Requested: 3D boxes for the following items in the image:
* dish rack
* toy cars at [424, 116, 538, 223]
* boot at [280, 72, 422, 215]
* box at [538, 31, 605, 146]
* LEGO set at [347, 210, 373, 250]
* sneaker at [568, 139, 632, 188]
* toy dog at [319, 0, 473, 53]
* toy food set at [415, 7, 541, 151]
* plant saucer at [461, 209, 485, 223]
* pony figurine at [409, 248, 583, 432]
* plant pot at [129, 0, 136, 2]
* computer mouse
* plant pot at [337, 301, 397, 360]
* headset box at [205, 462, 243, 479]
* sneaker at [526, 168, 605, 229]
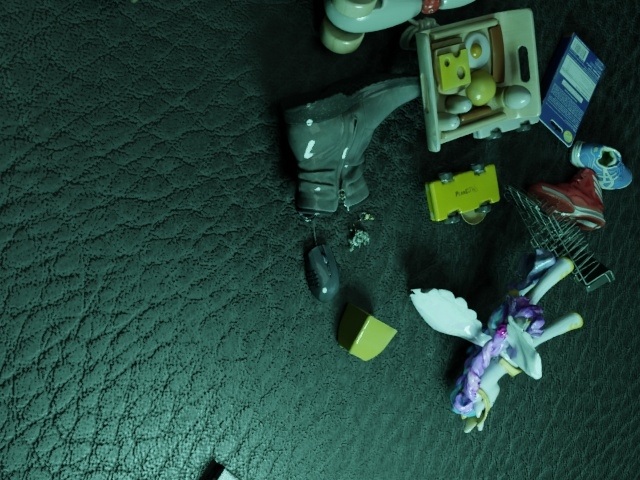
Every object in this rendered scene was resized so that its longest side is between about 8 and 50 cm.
[{"bbox_3d":[0.504,-0.020,1.993,0.074,0.208,0.271,-39,121,-2],"label":"dish rack"},{"bbox_3d":[0.321,-0.184,1.923,0.176,0.087,0.394,41,68,-30],"label":"toy cars"},{"bbox_3d":[0.067,-0.183,1.727,0.338,0.118,0.223,-22,113,-33],"label":"boot"},{"bbox_3d":[0.559,-0.339,2.102,0.136,0.036,0.225,35,74,-33],"label":"box"},{"bbox_3d":[0.080,-0.016,1.802,0.054,0.023,0.083,13,87,-36],"label":"LEGO set"},{"bbox_3d":[0.673,-0.172,2.174,0.211,0.081,0.080,20,82,-37],"label":"sneaker"},{"bbox_3d":[0.122,-0.468,1.705,0.333,0.220,0.161,-12,71,-41],"label":"toy dog"},{"bbox_3d":[0.309,-0.313,1.781,0.306,0.092,0.220,-22,110,-36],"label":"toy food set"},{"bbox_3d":[0.323,-0.076,1.974,0.083,0.015,0.084,-4,97,-36],"label":"plant saucer"},{"bbox_3d":[0.381,0.186,1.900,0.363,0.302,0.351,-44,136,-23],"label":"pony figurine"},{"bbox_3d":[-0.302,-0.522,1.364,0.229,0.263,0.263,31,76,-15],"label":"plant pot"},{"bbox_3d":[0.000,0.000,1.736,0.071,0.041,0.242,-17,104,-32],"label":"computer mouse"},{"bbox_3d":[0.081,0.182,1.794,0.081,0.081,0.083,31,89,-34],"label":"plant pot"},{"bbox_3d":[-0.168,0.450,1.669,0.083,0.032,0.062,44,71,-31],"label":"headset box"},{"bbox_3d":[0.559,-0.115,2.119,0.221,0.087,0.128,24,59,-30],"label":"sneaker"}]
